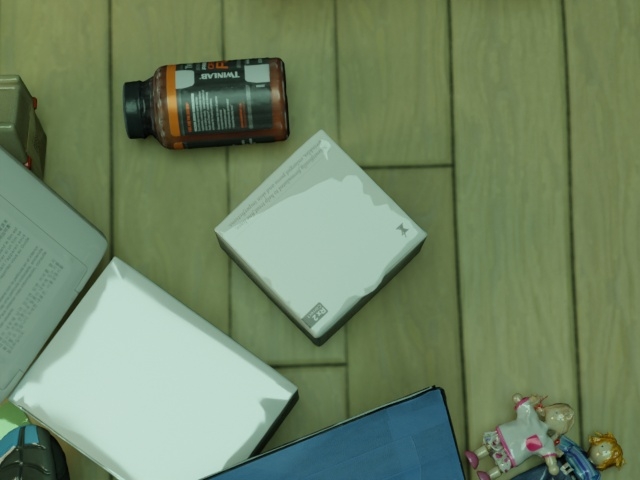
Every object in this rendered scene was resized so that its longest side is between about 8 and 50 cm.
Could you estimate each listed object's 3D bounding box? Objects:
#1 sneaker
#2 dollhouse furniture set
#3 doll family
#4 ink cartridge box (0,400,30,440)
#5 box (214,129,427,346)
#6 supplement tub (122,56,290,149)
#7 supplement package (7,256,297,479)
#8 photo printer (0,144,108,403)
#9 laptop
[{"bbox_3d":[-0.307,0.381,1.607,0.125,0.139,0.341,-12,80,31],"label":"sneaker"},{"bbox_3d":[-0.473,-0.123,1.686,0.259,0.135,0.262,-2,62,3],"label":"dollhouse furniture set"},{"bbox_3d":[0.294,0.303,1.641,0.163,0.118,0.263,-30,63,1],"label":"doll family"},{"bbox_3d":[-0.428,0.313,1.652,0.235,0.056,0.171,-30,81,-3],"label":"ink cartridge box"},{"bbox_3d":[0.000,0.000,1.675,0.181,0.119,0.182,-43,83,-7],"label":"box"},{"bbox_3d":[-0.138,-0.165,1.710,0.198,0.106,0.106,-4,80,-2],"label":"supplement tub"},{"bbox_3d":[-0.186,0.181,1.629,0.262,0.145,0.204,35,82,5],"label":"supplement package"},{"bbox_3d":[-0.412,0.006,1.532,0.307,0.107,0.256,44,69,-35],"label":"photo printer"},{"bbox_3d":[0.025,0.423,1.542,0.382,0.236,0.408,-21,81,-3],"label":"laptop"}]
